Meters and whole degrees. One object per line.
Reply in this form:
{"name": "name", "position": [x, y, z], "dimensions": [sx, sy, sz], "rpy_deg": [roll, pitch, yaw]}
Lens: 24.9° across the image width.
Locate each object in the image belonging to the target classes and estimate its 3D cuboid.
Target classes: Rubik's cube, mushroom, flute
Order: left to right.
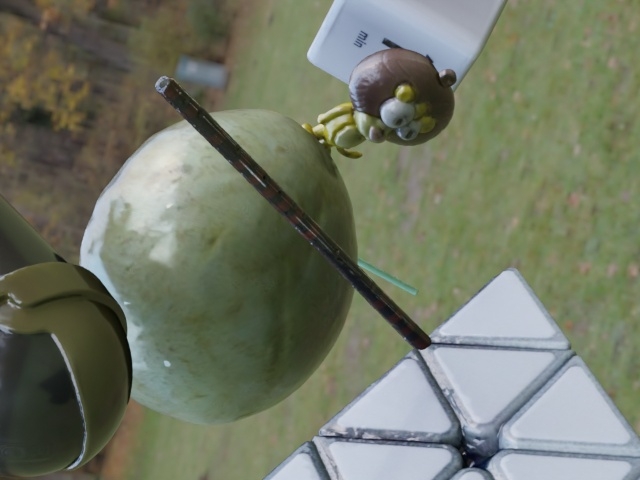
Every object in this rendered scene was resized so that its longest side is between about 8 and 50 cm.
{"name": "mushroom", "position": [-0.111, 0.021, 1.571], "dimensions": [0.352, 0.260, 0.352], "rpy_deg": [-25, -58, -50]}
{"name": "flute", "position": [-0.010, -0.010, 0.866], "dimensions": [0.014, 0.269, 0.014], "rpy_deg": [-27, 38, 24]}
{"name": "Rubik's cube", "position": [0.104, 0.182, 0.939], "dimensions": [0.233, 0.228, 0.229], "rpy_deg": [-44, -7, 12]}

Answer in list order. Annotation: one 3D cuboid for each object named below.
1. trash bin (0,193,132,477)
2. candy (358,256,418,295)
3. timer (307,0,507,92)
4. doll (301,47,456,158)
{"name": "trash bin", "position": [-0.308, 0.073, 1.310], "dimensions": [0.214, 0.334, 0.214], "rpy_deg": [-34, -28, -21]}
{"name": "candy", "position": [-0.001, 0.001, 1.883], "dimensions": [0.084, 0.287, 0.078], "rpy_deg": [-57, 5, 37]}
{"name": "timer", "position": [0.124, -0.302, 1.914], "dimensions": [0.194, 0.195, 0.192], "rpy_deg": [-60, 2, -35]}
{"name": "doll", "position": [0.078, -0.148, 1.719], "dimensions": [0.188, 0.145, 0.096], "rpy_deg": [-48, 35, 32]}
